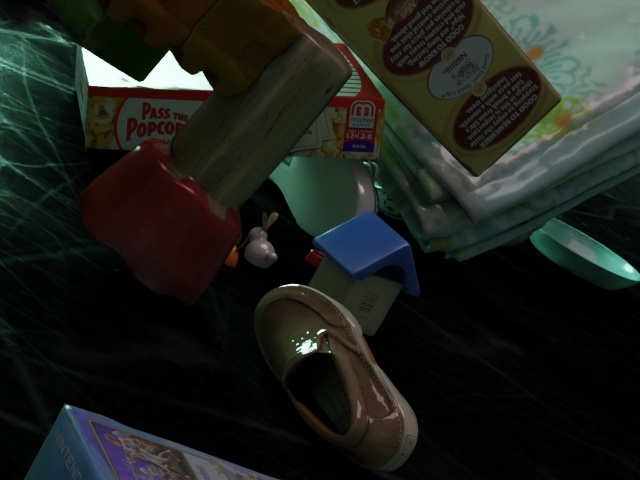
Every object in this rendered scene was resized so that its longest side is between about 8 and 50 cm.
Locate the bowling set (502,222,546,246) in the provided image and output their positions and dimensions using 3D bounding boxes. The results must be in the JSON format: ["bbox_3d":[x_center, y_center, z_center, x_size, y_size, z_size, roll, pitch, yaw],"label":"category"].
[{"bbox_3d":[0.192,-0.087,1.654,0.154,0.287,0.200,35,-17,24],"label":"bowling set"}]

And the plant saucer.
[{"bbox_3d":[0.230,0.013,1.692,0.119,0.021,0.119,28,12,-7],"label":"plant saucer"}]

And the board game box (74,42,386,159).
[{"bbox_3d":[-0.065,-0.098,1.281,0.193,0.045,0.147,2,20,-11],"label":"board game box"}]

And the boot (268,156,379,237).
[{"bbox_3d":[0.015,-0.046,1.350,0.086,0.069,0.190,14,18,-31],"label":"boot"}]

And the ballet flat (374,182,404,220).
[{"bbox_3d":[0.051,-0.052,1.512,0.041,0.041,0.114,23,13,-24],"label":"ballet flat"}]

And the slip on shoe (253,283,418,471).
[{"bbox_3d":[-0.002,0.064,0.952,0.041,0.051,0.135,21,23,-42],"label":"slip on shoe"}]

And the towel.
[{"bbox_3d":[0.155,-0.173,1.524,0.374,0.090,0.320,-26,59,-21],"label":"towel"}]

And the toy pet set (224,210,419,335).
[{"bbox_3d":[0.000,0.000,1.157,0.122,0.065,0.114,16,19,-44],"label":"toy pet set"}]

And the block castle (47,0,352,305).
[{"bbox_3d":[-0.212,-0.174,1.072,0.303,0.213,0.453,33,14,-42],"label":"block castle"}]

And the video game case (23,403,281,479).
[{"bbox_3d":[0.041,0.173,0.600,0.244,0.061,0.269,24,14,-29],"label":"video game case"}]

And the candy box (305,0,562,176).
[{"bbox_3d":[0.013,-0.199,1.267,0.316,0.087,0.183,45,7,-33],"label":"candy box"}]
